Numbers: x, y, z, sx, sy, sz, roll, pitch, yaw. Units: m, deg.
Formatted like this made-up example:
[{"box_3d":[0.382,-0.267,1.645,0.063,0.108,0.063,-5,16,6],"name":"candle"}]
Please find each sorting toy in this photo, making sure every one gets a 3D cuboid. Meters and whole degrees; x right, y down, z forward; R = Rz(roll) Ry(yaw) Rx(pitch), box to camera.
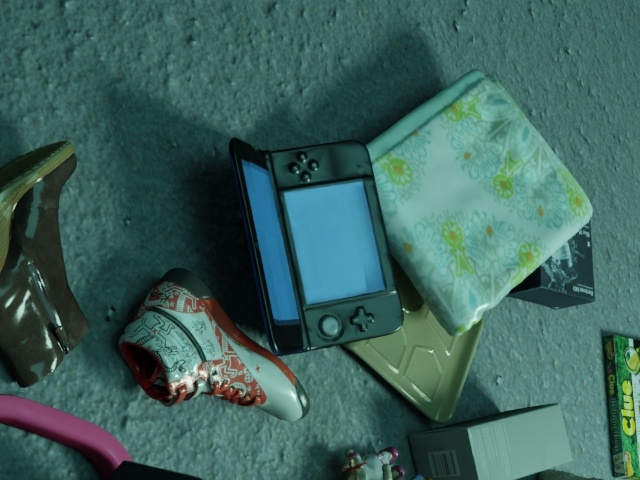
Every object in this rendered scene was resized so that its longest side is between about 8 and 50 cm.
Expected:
[{"box_3d":[0.157,0.104,1.839,0.229,0.041,0.307,40,53,-22],"name":"sorting toy"}]

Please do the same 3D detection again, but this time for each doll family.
[{"box_3d":[0.121,0.403,1.630,0.163,0.118,0.263,-17,87,-60],"name":"doll family"}]

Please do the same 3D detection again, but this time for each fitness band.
[{"box_3d":[-0.327,0.288,1.316,0.291,0.054,0.209,29,59,-35],"name":"fitness band"}]

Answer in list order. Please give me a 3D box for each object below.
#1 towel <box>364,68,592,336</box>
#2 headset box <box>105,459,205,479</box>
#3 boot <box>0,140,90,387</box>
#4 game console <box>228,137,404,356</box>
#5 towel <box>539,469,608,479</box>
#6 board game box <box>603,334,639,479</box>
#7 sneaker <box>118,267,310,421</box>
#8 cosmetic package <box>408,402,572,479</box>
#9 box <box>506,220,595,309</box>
[{"box_3d":[0.237,-0.074,1.860,0.374,0.090,0.320,-36,88,-34],"name":"towel"},{"box_3d":[-0.202,0.417,1.284,0.246,0.131,0.283,-46,128,-41],"name":"headset box"},{"box_3d":[-0.333,0.023,1.389,0.248,0.090,0.207,-54,127,-40],"name":"boot"},{"box_3d":[0.000,0.000,1.612,0.250,0.173,0.293,-10,85,-19],"name":"game console"},{"box_3d":[0.465,0.501,1.905,0.049,0.187,0.282,-32,99,-23],"name":"towel"},{"box_3d":[0.582,0.311,2.178,0.136,0.030,0.259,12,70,-38],"name":"board game box"},{"box_3d":[-0.140,0.176,1.501,0.270,0.090,0.145,49,51,-17],"name":"sneaker"},{"box_3d":[0.266,0.320,1.811,0.238,0.127,0.107,-8,82,-46],"name":"cosmetic package"},{"box_3d":[0.392,0.027,2.040,0.156,0.093,0.158,14,70,-40],"name":"box"}]
